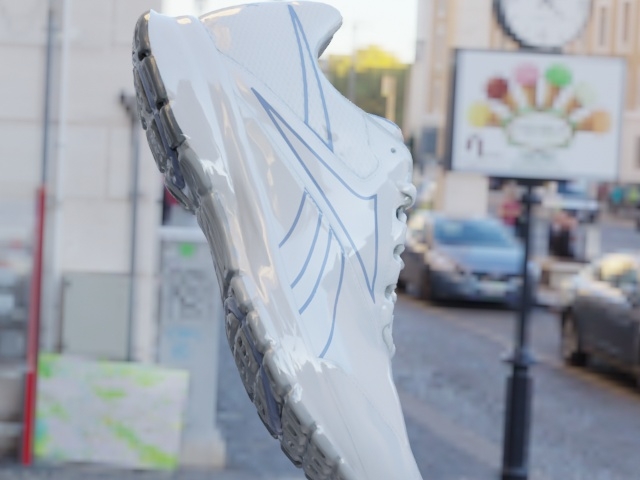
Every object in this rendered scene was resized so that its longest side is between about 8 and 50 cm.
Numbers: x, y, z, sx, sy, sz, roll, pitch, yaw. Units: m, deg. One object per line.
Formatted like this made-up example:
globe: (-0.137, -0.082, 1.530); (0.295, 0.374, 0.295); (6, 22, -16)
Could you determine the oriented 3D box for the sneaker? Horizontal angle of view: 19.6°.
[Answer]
sneaker: (0.000, 0.000, 0.968); (0.129, 0.297, 0.111); (-18, -9, -12)
